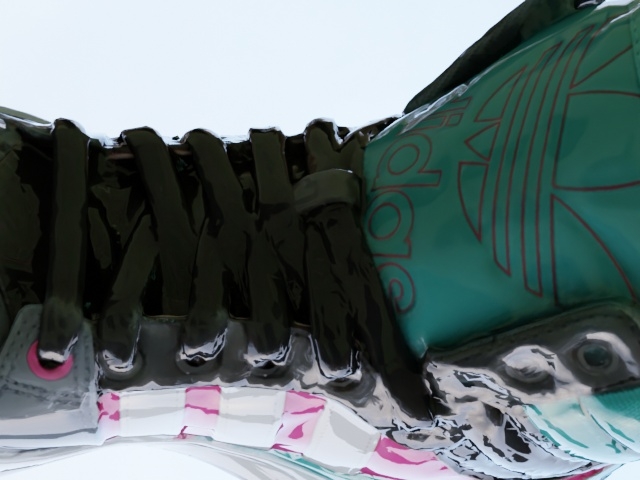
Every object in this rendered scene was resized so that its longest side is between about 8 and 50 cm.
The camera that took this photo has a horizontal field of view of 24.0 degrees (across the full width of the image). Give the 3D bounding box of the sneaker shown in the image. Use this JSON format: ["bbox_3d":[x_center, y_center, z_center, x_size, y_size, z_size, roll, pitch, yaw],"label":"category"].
[{"bbox_3d":[0.000,0.000,0.364,0.178,0.296,0.123,-34,-128,40],"label":"sneaker"}]
